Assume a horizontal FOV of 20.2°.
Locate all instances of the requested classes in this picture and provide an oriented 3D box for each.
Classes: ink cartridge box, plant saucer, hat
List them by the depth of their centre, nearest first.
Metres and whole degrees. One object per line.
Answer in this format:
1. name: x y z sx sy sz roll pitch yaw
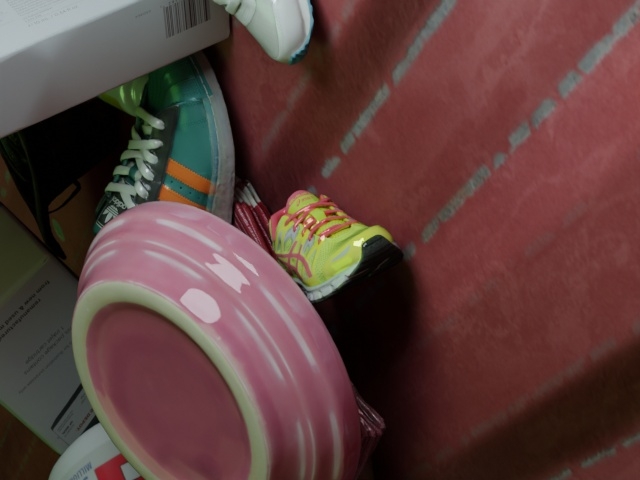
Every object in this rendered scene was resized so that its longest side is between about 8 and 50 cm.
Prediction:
1. plant saucer: -0.113 0.128 1.635 0.332 0.084 0.332 26 133 32
2. hat: -0.303 -0.134 2.021 0.331 0.134 0.331 157 90 -80
3. ink cartridge box: -0.328 0.123 2.153 0.285 0.166 0.395 38 170 47

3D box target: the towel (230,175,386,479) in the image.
1. towel: -0.045 0.127 1.759 0.329 0.037 0.237 61 148 32

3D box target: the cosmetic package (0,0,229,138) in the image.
1. cosmetic package: -0.315 -0.217 1.620 0.284 0.377 0.097 47 152 35

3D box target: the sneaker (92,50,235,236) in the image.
1. sneaker: -0.157 -0.045 1.735 0.108 0.121 0.302 37 132 54

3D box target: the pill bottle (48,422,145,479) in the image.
1. pill bottle: -0.120 0.385 1.869 0.229 0.229 0.407 94 154 -52

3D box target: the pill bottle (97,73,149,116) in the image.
1. pill bottle: -0.186 -0.160 1.818 0.116 0.065 0.065 29 141 54

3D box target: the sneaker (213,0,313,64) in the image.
1. sneaker: -0.087 -0.236 1.477 0.228 0.092 0.087 58 156 9

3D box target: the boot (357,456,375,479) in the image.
1. boot: 0.005 0.242 1.874 0.248 0.090 0.207 96 153 -56

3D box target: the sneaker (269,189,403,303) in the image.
1. sneaker: 0.000 0.000 1.573 0.094 0.081 0.208 67 158 -4
